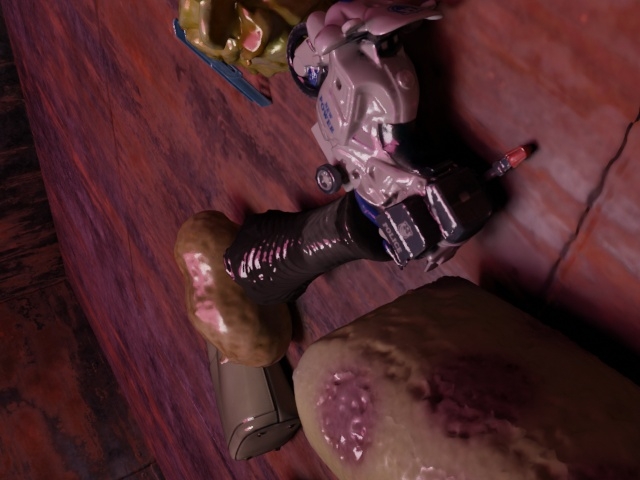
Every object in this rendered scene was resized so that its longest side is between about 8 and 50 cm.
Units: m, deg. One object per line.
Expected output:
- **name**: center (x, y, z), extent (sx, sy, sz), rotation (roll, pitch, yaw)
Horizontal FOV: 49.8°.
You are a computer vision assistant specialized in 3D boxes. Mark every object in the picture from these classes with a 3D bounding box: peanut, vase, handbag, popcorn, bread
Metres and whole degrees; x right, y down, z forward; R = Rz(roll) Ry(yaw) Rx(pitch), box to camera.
- **peanut**: center (-0.120, 0.067, 0.926), extent (0.129, 0.129, 0.224), rotation (-32, 78, 64)
- **vase**: center (0.000, 0.000, 0.681), extent (0.237, 0.115, 0.115), rotation (-19, 92, 59)
- **handbag**: center (-0.124, 0.174, 1.101), extent (0.241, 0.109, 0.315), rotation (116, 141, -55)
- **popcorn**: center (-0.060, -0.205, 0.603), extent (0.136, 0.162, 0.141), rotation (-19, 134, 34)
- **bread**: center (0.142, 0.159, 0.424), extent (0.338, 0.187, 0.155), rotation (38, 145, 49)

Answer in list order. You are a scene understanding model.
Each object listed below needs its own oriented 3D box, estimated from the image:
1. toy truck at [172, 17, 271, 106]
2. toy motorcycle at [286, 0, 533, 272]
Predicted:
- **toy truck**: center (-0.087, -0.209, 0.740), extent (0.136, 0.074, 0.063), rotation (36, -179, -40)
- **toy motorcycle**: center (0.052, -0.087, 0.508), extent (0.150, 0.102, 0.221), rotation (-34, 84, 54)
